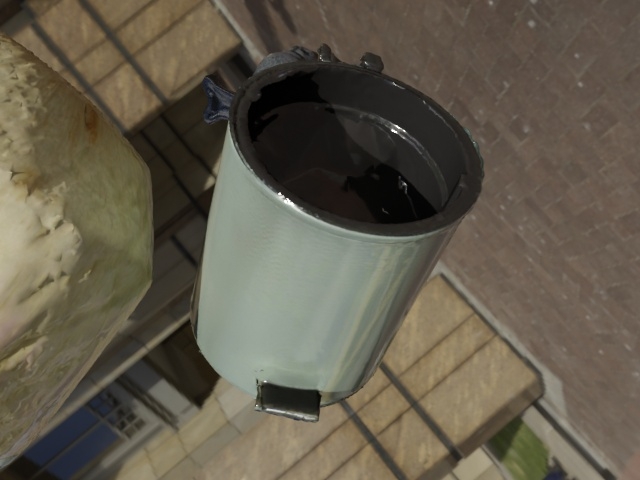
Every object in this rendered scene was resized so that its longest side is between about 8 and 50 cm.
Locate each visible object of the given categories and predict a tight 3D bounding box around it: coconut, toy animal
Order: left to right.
[{"bbox_3d":[-0.366,0.009,0.658,0.415,0.415,0.345,51,170,-7],"label":"coconut"},{"bbox_3d":[-0.059,-0.201,1.055,0.121,0.210,0.117,17,128,28],"label":"toy animal"}]

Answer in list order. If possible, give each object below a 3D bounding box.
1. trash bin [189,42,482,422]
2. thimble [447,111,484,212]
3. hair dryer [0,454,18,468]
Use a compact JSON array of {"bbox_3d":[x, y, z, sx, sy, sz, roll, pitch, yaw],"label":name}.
[{"bbox_3d":[0.000,0.000,0.698,0.262,0.217,0.277,111,166,-46],"label":"trash bin"},{"bbox_3d":[0.163,-0.112,1.240,0.198,0.235,0.143,34,145,-13],"label":"thimble"},{"bbox_3d":[-0.417,0.211,0.989,0.088,0.218,0.225,26,168,-3],"label":"hair dryer"}]
